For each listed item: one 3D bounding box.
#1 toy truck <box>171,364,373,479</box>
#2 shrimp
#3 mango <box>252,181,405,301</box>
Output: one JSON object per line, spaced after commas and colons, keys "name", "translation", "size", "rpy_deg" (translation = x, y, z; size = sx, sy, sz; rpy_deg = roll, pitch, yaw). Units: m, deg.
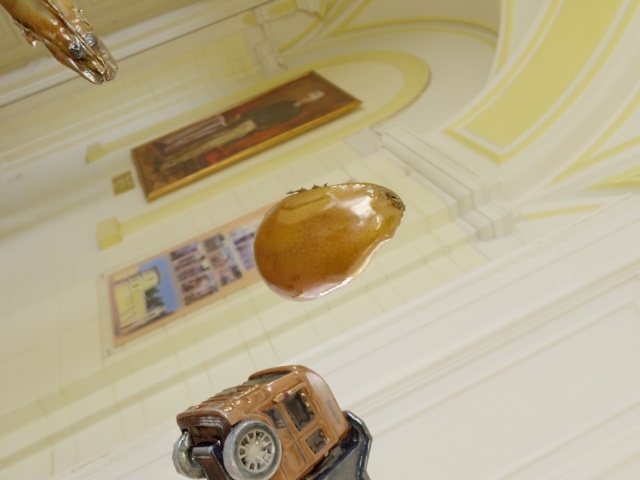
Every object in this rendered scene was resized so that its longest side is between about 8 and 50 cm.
{"name": "toy truck", "translation": [-0.008, 0.172, 0.381], "size": [0.083, 0.092, 0.192], "rpy_deg": [-25, -87, 50]}
{"name": "shrimp", "translation": [-0.182, -0.139, 0.407], "size": [0.162, 0.045, 0.095], "rpy_deg": [46, -29, 19]}
{"name": "mango", "translation": [-0.004, -0.002, 0.523], "size": [0.084, 0.105, 0.159], "rpy_deg": [37, -31, -13]}
